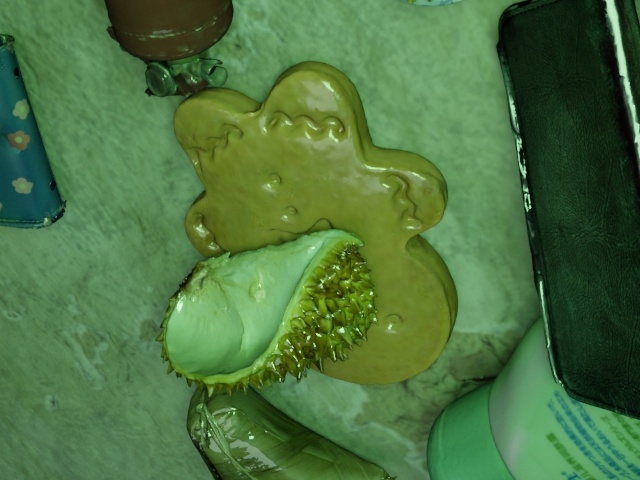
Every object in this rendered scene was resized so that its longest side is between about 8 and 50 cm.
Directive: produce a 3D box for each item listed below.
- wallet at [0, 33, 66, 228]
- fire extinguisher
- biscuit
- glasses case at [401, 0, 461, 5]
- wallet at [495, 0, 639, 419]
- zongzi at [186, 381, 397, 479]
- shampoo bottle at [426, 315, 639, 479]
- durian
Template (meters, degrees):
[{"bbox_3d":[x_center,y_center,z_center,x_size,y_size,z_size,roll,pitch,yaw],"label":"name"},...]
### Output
[{"bbox_3d":[-0.346,-0.108,1.068,0.141,0.059,0.202,7,128,21],"label":"wallet"},{"bbox_3d":[-0.146,-0.243,0.850,0.147,0.106,0.337,31,145,35],"label":"fire extinguisher"},{"bbox_3d":[-0.001,0.002,1.011,0.275,0.052,0.355,-6,122,27],"label":"biscuit"},{"bbox_3d":[0.066,-0.287,0.750,0.086,0.065,0.248,1,127,25],"label":"glasses case"},{"bbox_3d":[0.202,-0.028,0.780,0.172,0.045,0.318,-178,75,-70],"label":"wallet"},{"bbox_3d":[-0.036,0.226,1.173,0.197,0.099,0.195,-18,118,21],"label":"zongzi"},{"bbox_3d":[0.243,0.163,0.965,0.222,0.151,0.349,40,130,-15],"label":"shampoo bottle"},{"bbox_3d":[-0.046,0.072,1.008,0.252,0.144,0.139,-11,84,44],"label":"durian"}]
